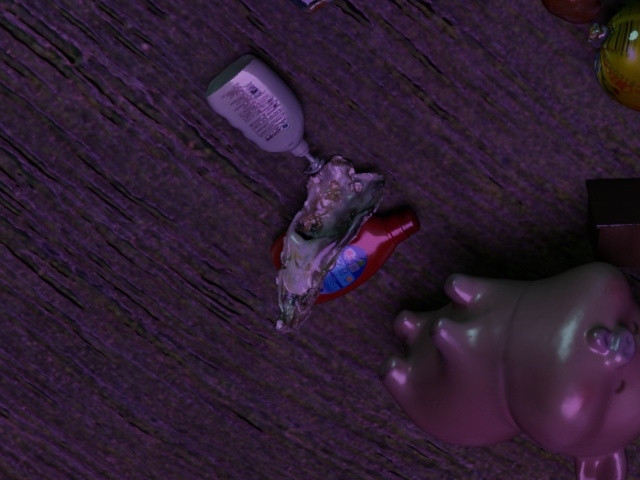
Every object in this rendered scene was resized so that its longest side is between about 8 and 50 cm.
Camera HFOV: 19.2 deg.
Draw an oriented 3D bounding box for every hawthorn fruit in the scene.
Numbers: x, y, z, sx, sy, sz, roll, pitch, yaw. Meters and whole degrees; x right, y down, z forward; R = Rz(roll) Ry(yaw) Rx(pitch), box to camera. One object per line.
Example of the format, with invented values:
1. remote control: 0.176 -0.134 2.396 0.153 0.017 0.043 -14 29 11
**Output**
1. hawthorn fruit: 0.239 -0.258 1.934 0.103 0.067 0.067 10 123 9

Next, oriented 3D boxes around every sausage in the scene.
1. sausage: 0.439 -0.170 1.949 0.347 0.123 0.123 12 122 -6

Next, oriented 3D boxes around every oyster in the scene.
1. oyster: 0.000 -0.001 2.076 0.200 0.106 0.061 -46 157 10

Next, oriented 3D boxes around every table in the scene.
1. table: 0.330 -0.010 2.078 0.070 0.083 0.082 -3 127 0

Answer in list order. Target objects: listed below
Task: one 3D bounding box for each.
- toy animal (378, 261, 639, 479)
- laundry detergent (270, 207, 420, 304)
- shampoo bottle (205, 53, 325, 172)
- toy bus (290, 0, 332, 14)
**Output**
1. toy animal: 0.228 0.141 2.070 0.269 0.237 0.326 26 155 -19
2. laundry detergent: 0.032 0.004 2.112 0.165 0.049 0.097 -27 109 14
3. shampoo bottle: -0.048 -0.128 2.027 0.077 0.045 0.152 -38 113 20
4. toy bus: -0.077 -0.380 1.779 0.323 0.162 0.194 36 102 -19
